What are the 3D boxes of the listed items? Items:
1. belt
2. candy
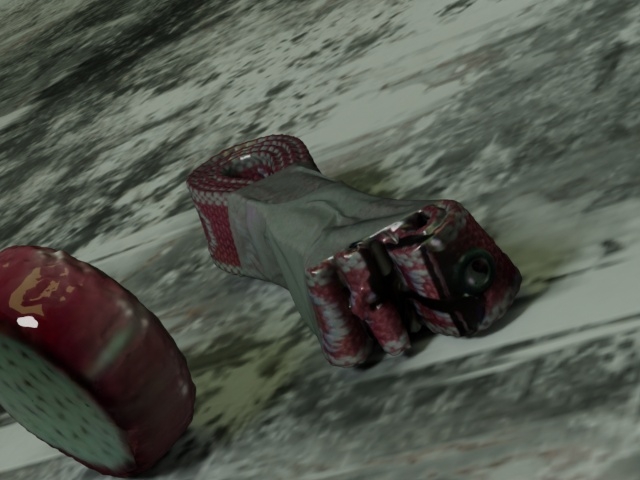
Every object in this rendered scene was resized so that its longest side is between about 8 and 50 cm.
[{"bbox_3d":[0.000,0.000,0.664,0.071,0.053,0.232,-29,19,-16],"label":"belt"},{"bbox_3d":[-0.097,0.048,0.615,0.103,0.103,0.043,-5,39,49],"label":"candy"}]
